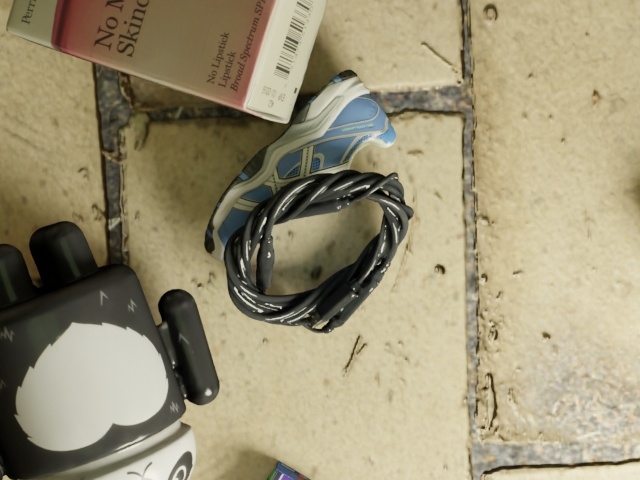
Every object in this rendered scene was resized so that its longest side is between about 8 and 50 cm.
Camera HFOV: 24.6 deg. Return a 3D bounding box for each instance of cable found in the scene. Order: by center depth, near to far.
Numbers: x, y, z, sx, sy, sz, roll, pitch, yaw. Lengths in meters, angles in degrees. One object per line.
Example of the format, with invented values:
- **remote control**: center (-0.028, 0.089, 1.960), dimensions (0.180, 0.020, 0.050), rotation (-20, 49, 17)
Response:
- **cable**: center (0.000, 0.000, 1.320), dimensions (0.151, 0.047, 0.184), rotation (29, 112, -30)

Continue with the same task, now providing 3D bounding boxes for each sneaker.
- **sneaker**: center (-0.021, -0.055, 1.327), dimensions (0.081, 0.080, 0.211), rotation (44, 97, 0)

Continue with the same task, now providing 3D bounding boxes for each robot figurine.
- **robot figurine**: center (-0.216, 0.125, 1.303), dimensions (0.209, 0.173, 0.278), rotation (-18, 95, 16)

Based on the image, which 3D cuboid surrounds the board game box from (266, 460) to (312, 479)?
- **board game box**: center (-0.035, 0.329, 1.389), dimensions (0.136, 0.035, 0.201), rotation (32, 96, -2)

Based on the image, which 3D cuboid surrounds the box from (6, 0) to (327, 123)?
- **box**: center (-0.126, -0.207, 1.262), dimensions (0.232, 0.127, 0.148), rotation (19, 94, 16)
